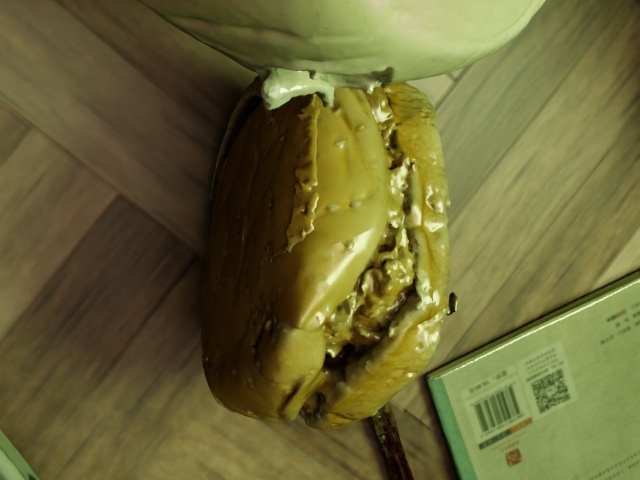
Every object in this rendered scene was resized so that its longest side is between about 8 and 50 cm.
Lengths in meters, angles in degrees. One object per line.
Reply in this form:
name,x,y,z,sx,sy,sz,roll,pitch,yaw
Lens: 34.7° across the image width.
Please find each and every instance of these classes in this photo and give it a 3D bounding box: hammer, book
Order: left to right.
hammer,0.052,0.164,0.746,0.065,0.021,0.178,-25,114,-14
book,0.212,0.182,0.810,0.214,0.025,0.283,-23,110,-14

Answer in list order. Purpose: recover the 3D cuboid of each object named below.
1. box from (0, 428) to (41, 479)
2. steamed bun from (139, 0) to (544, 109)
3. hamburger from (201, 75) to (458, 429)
box,-0.331,0.231,0.572,0.373,0.090,0.367,-35,113,-11
steamed bun,0.022,-0.140,0.478,0.238,0.170,0.153,-14,105,-51
hamburger,-0.001,0.000,0.580,0.108,0.214,0.214,8,101,-19
